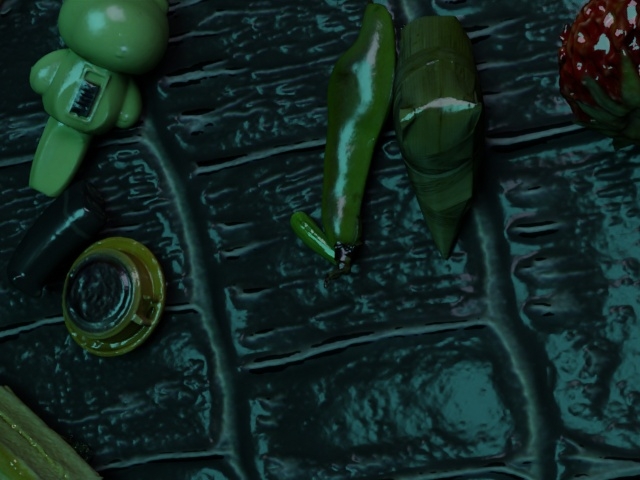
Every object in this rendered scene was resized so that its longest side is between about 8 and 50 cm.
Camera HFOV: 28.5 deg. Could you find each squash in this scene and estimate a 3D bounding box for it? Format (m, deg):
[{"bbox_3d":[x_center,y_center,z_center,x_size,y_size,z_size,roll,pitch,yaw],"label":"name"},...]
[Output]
[{"bbox_3d":[-0.001,0.001,1.397,0.089,0.027,0.027,44,101,23],"label":"squash"}]

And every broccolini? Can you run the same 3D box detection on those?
[{"bbox_3d":[-0.331,0.240,1.514,0.140,0.030,0.035,20,93,29],"label":"broccolini"}]

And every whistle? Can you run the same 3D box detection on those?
[{"bbox_3d":[-0.275,-0.198,1.518,0.141,0.141,0.294,44,118,24],"label":"whistle"}]

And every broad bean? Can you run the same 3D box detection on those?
[{"bbox_3d":[0.038,-0.105,1.378,0.075,0.067,0.325,178,100,-66],"label":"broad bean"}]

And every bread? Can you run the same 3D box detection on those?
[{"bbox_3d":[-0.411,0.306,1.481,0.246,0.111,0.239,38,106,28],"label":"bread"}]

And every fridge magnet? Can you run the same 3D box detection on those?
[{"bbox_3d":[-0.247,0.065,1.480,0.143,0.063,0.143,-4,79,23],"label":"fridge magnet"}]

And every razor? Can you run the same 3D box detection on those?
[{"bbox_3d":[-0.321,-0.003,1.519,0.148,0.054,0.090,-45,27,14],"label":"razor"}]

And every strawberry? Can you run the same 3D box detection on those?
[{"bbox_3d":[0.326,-0.212,1.196,0.205,0.205,0.244,4,69,25],"label":"strawberry"}]

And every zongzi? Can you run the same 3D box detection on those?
[{"bbox_3d":[0.129,-0.119,1.344,0.094,0.204,0.205,-6,41,7],"label":"zongzi"}]

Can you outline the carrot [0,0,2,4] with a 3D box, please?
[{"bbox_3d":[-0.545,-0.357,1.536,0.224,0.340,0.224,-3,80,20],"label":"carrot"}]
